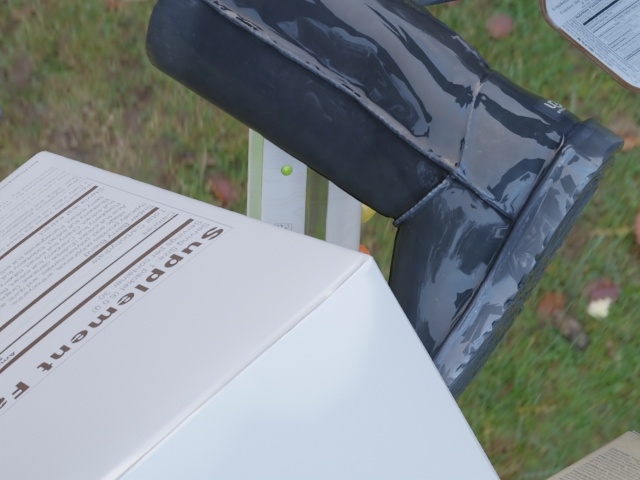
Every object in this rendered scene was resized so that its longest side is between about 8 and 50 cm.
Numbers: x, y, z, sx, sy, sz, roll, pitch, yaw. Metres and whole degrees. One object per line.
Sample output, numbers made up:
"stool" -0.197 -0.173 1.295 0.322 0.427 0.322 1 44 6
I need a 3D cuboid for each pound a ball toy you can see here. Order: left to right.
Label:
"pound a ball toy" 0.000 0.000 1.809 0.136 0.319 0.208 -3 30 -9

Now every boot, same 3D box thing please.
"boot" 0.007 -0.071 1.614 0.445 0.146 0.367 35 109 12

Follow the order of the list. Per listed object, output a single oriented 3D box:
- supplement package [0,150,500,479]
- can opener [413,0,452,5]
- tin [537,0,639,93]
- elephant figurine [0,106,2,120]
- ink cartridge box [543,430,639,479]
"supplement package" -0.079 0.097 0.734 0.175 0.293 0.177 -40 119 -19
"can opener" 0.201 -0.243 1.333 0.283 0.095 0.076 -13 90 -24
"tin" 0.267 -0.195 1.480 0.190 0.106 0.040 34 36 -27
"elephant figurine" -0.417 -0.112 1.520 0.239 0.169 0.186 -8 25 17
"ink cartridge box" 0.312 0.280 1.537 0.235 0.088 0.193 24 30 39
